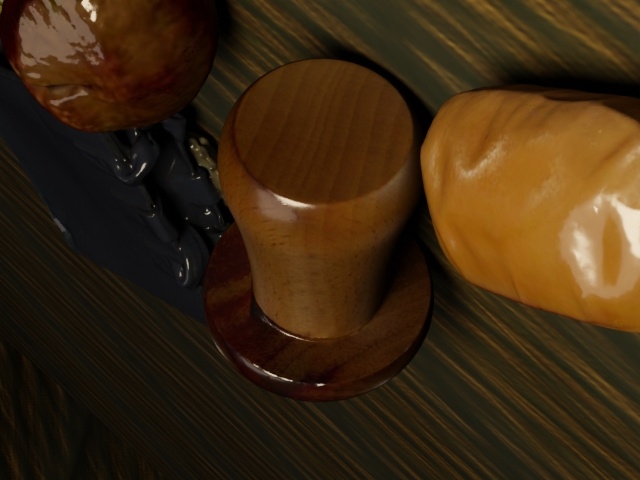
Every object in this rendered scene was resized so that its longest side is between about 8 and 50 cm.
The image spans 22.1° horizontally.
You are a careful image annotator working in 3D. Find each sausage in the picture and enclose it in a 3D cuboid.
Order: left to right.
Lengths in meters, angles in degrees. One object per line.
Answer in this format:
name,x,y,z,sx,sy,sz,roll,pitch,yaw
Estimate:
sausage,0.146,-0.024,0.980,0.241,0.120,0.136,12,107,58

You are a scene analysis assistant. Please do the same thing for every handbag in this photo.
handbag,-0.209,-0.083,1.677,0.329,0.122,0.303,28,153,48

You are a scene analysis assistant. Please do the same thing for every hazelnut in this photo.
hazelnut,-0.166,-0.188,1.318,0.178,0.178,0.204,37,155,30

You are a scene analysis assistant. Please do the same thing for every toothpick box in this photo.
toothpick box,0.000,0.000,1.277,0.192,0.192,0.294,41,156,21

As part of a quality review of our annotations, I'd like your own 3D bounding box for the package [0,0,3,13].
package,-0.335,-0.288,1.550,0.226,0.090,0.168,42,179,-24
